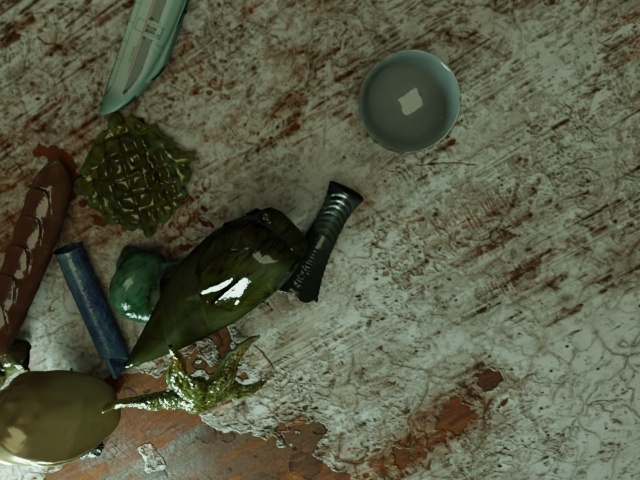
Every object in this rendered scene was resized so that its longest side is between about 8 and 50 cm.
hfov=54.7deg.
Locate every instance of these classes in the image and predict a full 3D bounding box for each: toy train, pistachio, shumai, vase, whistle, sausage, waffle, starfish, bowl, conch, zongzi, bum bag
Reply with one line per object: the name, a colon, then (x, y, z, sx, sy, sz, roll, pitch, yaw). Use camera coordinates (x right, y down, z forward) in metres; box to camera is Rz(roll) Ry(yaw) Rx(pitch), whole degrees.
toy train: (-0.292, -0.398, 1.105, 0.088, 0.086, 0.406, 22, 109, -15)
pistachio: (-0.542, 0.363, 1.274, 0.193, 0.318, 0.214, -46, 67, 13)
shumai: (-0.702, 0.270, 1.301, 0.176, 0.205, 0.166, -1, 150, -29)
vase: (0.000, 0.000, 1.252, 0.116, 0.115, 0.237, 26, 104, -10)
whistle: (-0.479, 0.152, 1.313, 0.062, 0.062, 0.304, -15, 110, 4)
sausage: (-0.582, 0.041, 1.219, 0.088, 0.088, 0.432, 22, 93, -9)
waffle: (-0.365, -0.121, 1.219, 0.204, 0.054, 0.223, 31, 106, -12)
starfish: (-0.226, 0.299, 1.264, 0.358, 0.078, 0.347, 9, 135, -41)
bowl: (0.163, -0.263, 1.163, 0.189, 0.086, 0.188, 0, 111, 0)
conch: (-0.340, 0.093, 1.265, 0.176, 0.122, 0.188, -39, 110, -9)
zongzi: (-0.202, 0.100, 1.098, 0.360, 0.323, 0.160, -44, 97, -21)
bum bag: (-0.569, 0.486, 1.446, 0.125, 0.034, 0.057, -1, 101, -1)
